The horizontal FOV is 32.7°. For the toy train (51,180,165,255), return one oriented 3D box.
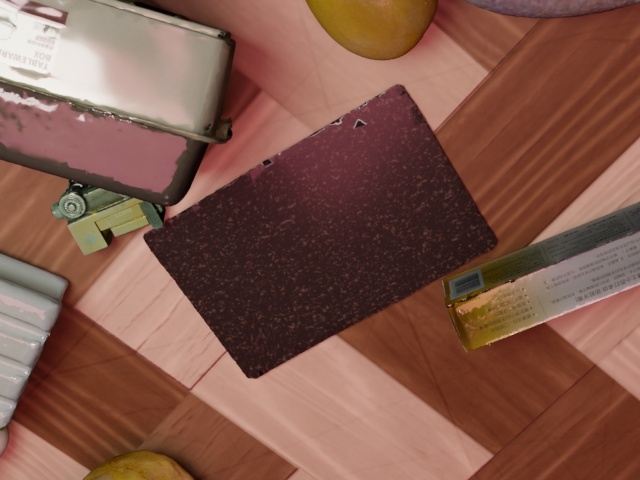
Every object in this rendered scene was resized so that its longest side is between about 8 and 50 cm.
[{"bbox_3d":[-0.220,-0.037,1.151,0.122,0.050,0.081,-20,117,8],"label":"toy train"}]

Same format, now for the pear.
[{"bbox_3d":[-0.217,0.333,1.251,0.178,0.178,0.178,0,114,0],"label":"pear"}]

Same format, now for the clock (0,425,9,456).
[{"bbox_3d":[-0.456,0.234,1.254,0.166,0.093,0.162,30,101,-12],"label":"clock"}]

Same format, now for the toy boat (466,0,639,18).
[{"bbox_3d":[0.219,-0.264,1.003,0.227,0.085,0.155,1,142,0],"label":"toy boat"}]

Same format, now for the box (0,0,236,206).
[{"bbox_3d":[-0.218,-0.149,1.011,0.290,0.220,0.166,16,101,-6],"label":"box"}]

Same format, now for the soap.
[{"bbox_3d":[-0.435,0.074,1.157,0.289,0.095,0.173,23,106,-16],"label":"soap"}]

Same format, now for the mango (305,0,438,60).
[{"bbox_3d":[0.035,-0.264,1.032,0.130,0.092,0.195,-35,100,23],"label":"mango"}]

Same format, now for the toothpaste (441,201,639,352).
[{"bbox_3d":[0.285,0.022,1.157,0.313,0.089,0.071,-23,105,10],"label":"toothpaste"}]

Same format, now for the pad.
[{"bbox_3d":[0.000,0.000,1.191,0.330,0.004,0.220,-29,110,12],"label":"pad"}]
